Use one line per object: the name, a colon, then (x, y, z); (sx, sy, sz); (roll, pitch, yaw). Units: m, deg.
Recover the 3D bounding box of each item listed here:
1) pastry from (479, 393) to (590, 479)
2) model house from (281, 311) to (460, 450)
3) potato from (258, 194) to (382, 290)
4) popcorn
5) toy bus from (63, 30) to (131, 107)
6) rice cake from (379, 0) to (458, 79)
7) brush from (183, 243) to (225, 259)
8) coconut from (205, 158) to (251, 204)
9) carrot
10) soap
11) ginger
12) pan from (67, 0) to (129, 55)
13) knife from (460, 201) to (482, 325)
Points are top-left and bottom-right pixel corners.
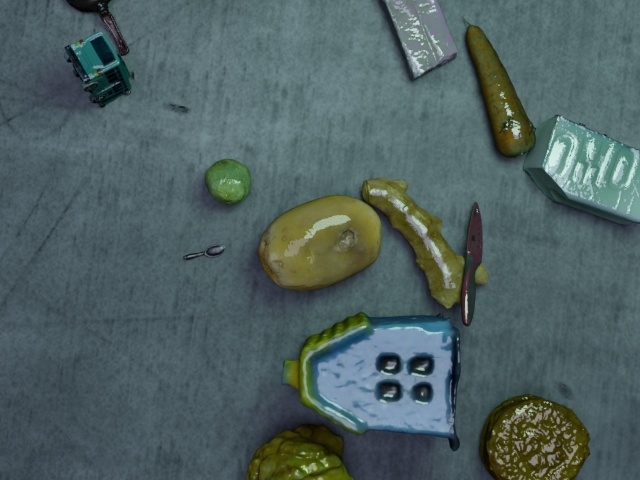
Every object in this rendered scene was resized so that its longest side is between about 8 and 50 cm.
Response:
pastry: (0.387, 0.375, 1.344); (0.188, 0.103, 0.189); (0, 87, 0)
model house: (0.088, 0.227, 1.287); (0.303, 0.237, 0.216); (5, 88, 1)
potato: (0.000, 0.000, 1.347); (0.233, 0.146, 0.150); (-19, 132, -12)
popcorn: (-0.038, 0.429, 1.329); (0.197, 0.155, 0.198); (-2, 106, -8)
toy bus: (-0.405, -0.313, 1.356); (0.091, 0.160, 0.079); (-30, 87, -9)
rice cake: (0.167, -0.461, 1.406); (0.106, 0.050, 0.298); (-23, 88, 1)
brush: (-0.223, 0.024, 1.411); (0.083, 0.008, 0.024); (-12, 91, 0)
coconut: (-0.173, -0.112, 1.380); (0.087, 0.096, 0.088); (-8, 126, -12)
carrot: (0.327, -0.299, 1.392); (0.078, 0.078, 0.298); (-20, 82, 0)
soap: (0.501, -0.133, 1.370); (0.230, 0.091, 0.145); (19, 88, 0)
ginger: (0.186, -0.005, 1.379); (0.118, 0.065, 0.299); (-41, 90, -19)
pan: (-0.427, -0.455, 1.418); (0.114, 0.040, 0.212); (-26, 87, 5)
knife: (0.283, 0.040, 1.357); (0.035, 0.018, 0.247); (17, 67, -15)
